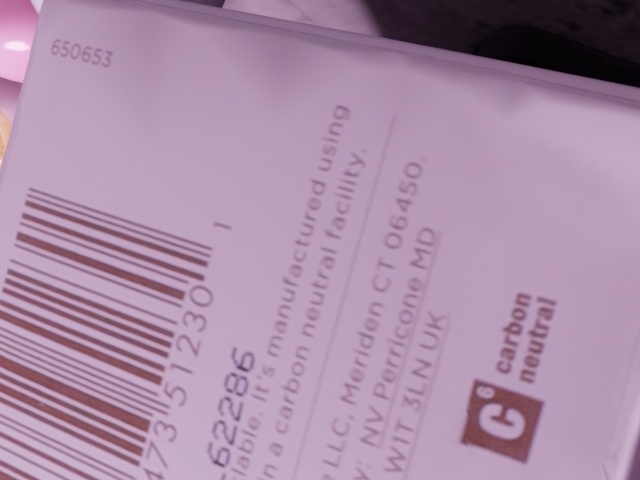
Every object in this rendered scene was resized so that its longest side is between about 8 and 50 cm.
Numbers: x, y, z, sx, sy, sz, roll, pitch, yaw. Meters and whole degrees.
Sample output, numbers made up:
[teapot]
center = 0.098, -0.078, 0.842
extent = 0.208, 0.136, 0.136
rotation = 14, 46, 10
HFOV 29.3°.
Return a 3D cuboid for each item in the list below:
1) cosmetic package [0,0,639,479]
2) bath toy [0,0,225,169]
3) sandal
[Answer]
[cosmetic package]
center = 0.062, 0.089, 0.640
extent = 0.327, 0.330, 0.393
rotation = 16, -176, 31
[bath toy]
center = -0.158, -0.127, 0.760
extent = 0.151, 0.129, 0.348
rotation = -15, 170, -22
[sandal]
center = 0.215, -0.067, 0.778
extent = 0.254, 0.055, 0.097
rotation = 13, 158, 0
